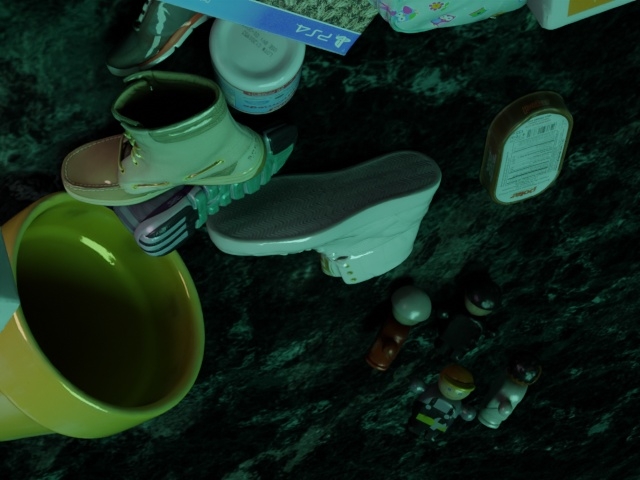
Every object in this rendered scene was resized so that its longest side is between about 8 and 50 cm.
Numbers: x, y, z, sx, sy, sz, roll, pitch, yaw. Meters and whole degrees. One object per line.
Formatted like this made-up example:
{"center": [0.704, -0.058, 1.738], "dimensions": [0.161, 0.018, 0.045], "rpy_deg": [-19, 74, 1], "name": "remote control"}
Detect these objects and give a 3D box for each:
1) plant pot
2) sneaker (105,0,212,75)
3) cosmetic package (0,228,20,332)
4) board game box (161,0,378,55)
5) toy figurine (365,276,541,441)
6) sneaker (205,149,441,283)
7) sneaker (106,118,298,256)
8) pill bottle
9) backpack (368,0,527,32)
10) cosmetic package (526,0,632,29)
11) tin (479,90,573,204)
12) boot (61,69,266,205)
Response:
{"center": [-0.296, 0.106, 1.299], "dimensions": [0.239, 0.254, 0.254], "rpy_deg": [-29, 151, 34], "name": "plant pot"}
{"center": [-0.144, -0.216, 1.104], "dimensions": [0.158, 0.061, 0.065], "rpy_deg": [-37, 124, 11], "name": "sneaker"}
{"center": [-0.366, -0.064, 0.870], "dimensions": [0.197, 0.365, 0.155], "rpy_deg": [11, 132, -40], "name": "cosmetic package"}
{"center": [-0.007, -0.319, 0.951], "dimensions": [0.232, 0.141, 0.291], "rpy_deg": [8, 135, -41], "name": "board game box"}
{"center": [0.195, 0.164, 1.723], "dimensions": [0.213, 0.209, 0.148], "rpy_deg": [-1, 135, -33], "name": "toy figurine"}
{"center": [0.000, 0.000, 1.449], "dimensions": [0.292, 0.108, 0.169], "rpy_deg": [-13, 143, -20], "name": "sneaker"}
{"center": [-0.127, -0.082, 1.287], "dimensions": [0.223, 0.098, 0.083], "rpy_deg": [-38, 157, -27], "name": "sneaker"}
{"center": [-0.060, -0.168, 1.140], "dimensions": [0.087, 0.087, 0.160], "rpy_deg": [-22, 176, -5], "name": "pill bottle"}
{"center": [0.112, -0.233, 0.914], "dimensions": [0.182, 0.115, 0.152], "rpy_deg": [-13, 149, -13], "name": "backpack"}
{"center": [0.380, -0.387, 1.095], "dimensions": [0.453, 0.161, 0.230], "rpy_deg": [-21, 148, -7], "name": "cosmetic package"}
{"center": [0.260, -0.113, 1.528], "dimensions": [0.106, 0.040, 0.190], "rpy_deg": [-14, 147, -9], "name": "tin"}
{"center": [-0.174, -0.098, 1.162], "dimensions": [0.213, 0.077, 0.165], "rpy_deg": [-7, 162, 11], "name": "boot"}
